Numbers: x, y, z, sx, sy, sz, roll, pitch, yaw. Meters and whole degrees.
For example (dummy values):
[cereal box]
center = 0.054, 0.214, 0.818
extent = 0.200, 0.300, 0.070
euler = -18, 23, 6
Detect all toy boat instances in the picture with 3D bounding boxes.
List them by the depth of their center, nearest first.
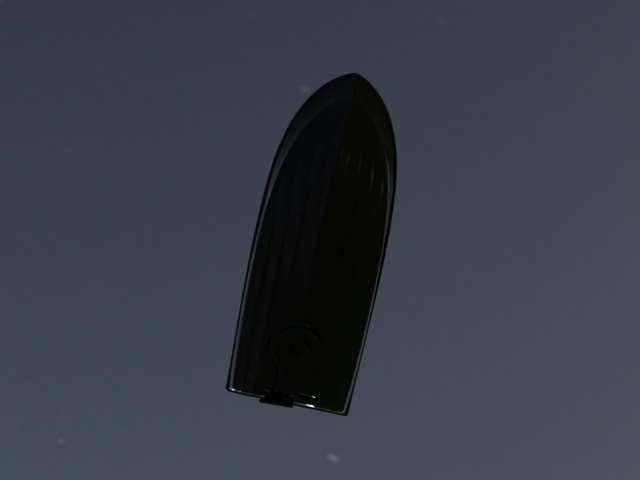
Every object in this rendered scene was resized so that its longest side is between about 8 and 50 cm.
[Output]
[toy boat]
center = 0.000, 0.000, 0.660
extent = 0.060, 0.055, 0.141
euler = -79, 1, -85
